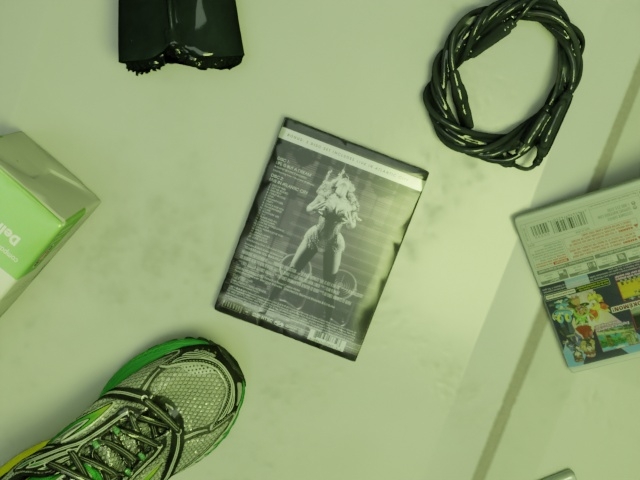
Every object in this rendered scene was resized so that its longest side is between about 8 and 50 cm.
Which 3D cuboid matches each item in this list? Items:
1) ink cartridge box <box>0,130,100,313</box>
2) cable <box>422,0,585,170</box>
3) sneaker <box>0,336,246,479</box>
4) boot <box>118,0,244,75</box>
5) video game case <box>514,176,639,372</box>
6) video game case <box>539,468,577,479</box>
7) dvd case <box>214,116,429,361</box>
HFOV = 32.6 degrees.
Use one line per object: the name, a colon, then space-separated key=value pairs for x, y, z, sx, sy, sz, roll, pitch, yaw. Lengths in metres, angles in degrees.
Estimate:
ink cartridge box: x=-0.388 y=0.064 z=1.078 sx=0.119 sy=0.207 sz=0.353 roll=41 pitch=95 yaw=-7
cable: x=0.193 y=-0.173 z=1.140 sx=0.151 sy=0.047 sz=0.184 roll=22 pitch=99 yaw=2
sneaker: x=-0.218 y=0.233 z=1.135 sx=0.343 sy=0.146 sz=0.134 roll=-39 pitch=96 yaw=4
boot: x=-0.093 y=-0.276 z=1.091 sx=0.246 sy=0.094 sz=0.207 roll=-7 pitch=94 yaw=7
video game case: x=0.326 y=0.031 z=1.137 sx=0.201 sy=0.023 sz=0.183 roll=-18 pitch=98 yaw=26
video game case: x=0.217 y=0.381 z=1.220 sx=0.212 sy=0.023 sz=0.193 roll=-23 pitch=97 yaw=3
dvd case: x=0.000 y=0.000 z=1.170 sx=0.165 sy=0.018 sz=0.221 roll=21 pitch=98 yaw=-2
